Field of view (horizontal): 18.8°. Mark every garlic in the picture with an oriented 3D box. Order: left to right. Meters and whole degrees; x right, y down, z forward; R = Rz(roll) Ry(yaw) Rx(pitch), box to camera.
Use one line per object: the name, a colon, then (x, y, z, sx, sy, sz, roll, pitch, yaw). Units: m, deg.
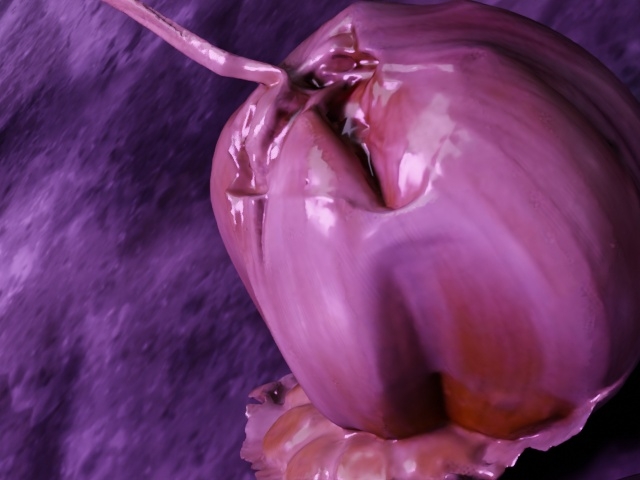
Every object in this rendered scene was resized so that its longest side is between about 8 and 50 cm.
garlic: (0.000, 0.000, 0.738, 0.207, 0.256, 0.207, 18, -90, -87)

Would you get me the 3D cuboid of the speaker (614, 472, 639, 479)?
speaker: (0.191, 0.129, 0.341, 0.184, 0.180, 0.388, -49, 27, -8)
